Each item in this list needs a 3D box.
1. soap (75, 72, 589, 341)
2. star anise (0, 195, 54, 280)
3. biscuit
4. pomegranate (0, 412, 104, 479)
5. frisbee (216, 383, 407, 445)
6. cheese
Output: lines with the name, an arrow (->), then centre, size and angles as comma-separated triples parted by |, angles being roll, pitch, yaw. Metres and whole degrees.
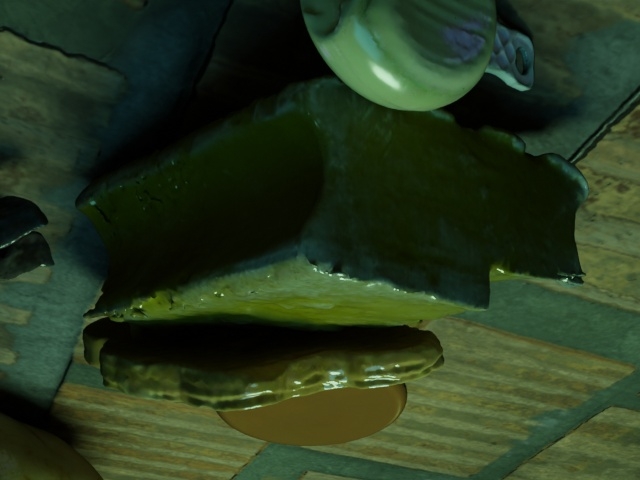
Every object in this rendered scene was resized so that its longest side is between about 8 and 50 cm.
soap -> 0.000, 0.000, 0.754 | 0.304, 0.169, 0.338 | 13, 162, -38
star anise -> -0.359, -0.017, 0.766 | 0.282, 0.129, 0.212 | 14, 148, -32
biscuit -> -0.057, 0.097, 0.823 | 0.376, 0.051, 0.269 | 1, -169, 38
pomegranate -> -0.431, 0.413, 1.103 | 0.411, 0.411, 0.411 | 0, 143, 0
frisbee -> -0.014, 0.206, 1.140 | 0.250, 0.021, 0.251 | -1, 143, -1
cheese -> 0.082, -0.146, 0.597 | 0.064, 0.137, 0.227 | -2, 171, 45
